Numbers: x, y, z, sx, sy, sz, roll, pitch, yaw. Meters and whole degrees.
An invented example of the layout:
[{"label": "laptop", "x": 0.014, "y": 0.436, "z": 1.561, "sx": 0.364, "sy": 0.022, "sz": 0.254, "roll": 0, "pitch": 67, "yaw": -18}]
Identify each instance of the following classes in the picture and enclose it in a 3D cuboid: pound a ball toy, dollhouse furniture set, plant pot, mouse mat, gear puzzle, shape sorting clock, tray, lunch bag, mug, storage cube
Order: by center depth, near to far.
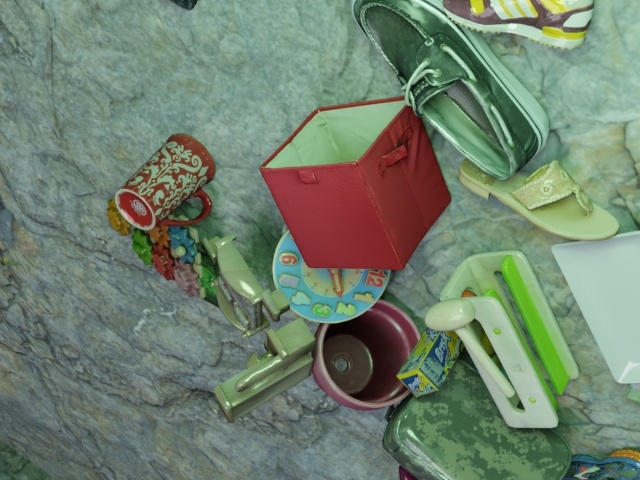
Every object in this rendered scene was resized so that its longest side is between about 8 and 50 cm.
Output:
[{"label": "tray", "x": 0.455, "y": 0.098, "z": 1.266, "sx": 0.145, "sy": 0.030, "sz": 0.270, "roll": -12, "pitch": 117, "yaw": 42}, {"label": "storage cube", "x": 0.059, "y": -0.083, "z": 1.318, "sx": 0.215, "sy": 0.183, "sz": 0.193, "roll": 0, "pitch": 127, "yaw": 38}, {"label": "pound a ball toy", "x": 0.269, "y": 0.168, "z": 1.374, "sx": 0.136, "sy": 0.208, "sz": 0.319, "roll": -8, "pitch": 122, "yaw": 42}, {"label": "shape sorting clock", "x": 0.021, "y": 0.045, "z": 1.486, "sx": 0.206, "sy": 0.206, "sz": 0.040, "roll": 58, "pitch": 178, "yaw": -21}, {"label": "dollhouse furniture set", "x": -0.179, "y": 0.119, "z": 1.550, "sx": 0.355, "sy": 0.174, "sz": 0.303, "roll": 56, "pitch": 164, "yaw": 18}, {"label": "lunch bag", "x": 0.263, "y": 0.381, "z": 1.582, "sx": 0.305, "sy": 0.212, "sz": 0.256, "roll": 37, "pitch": 158, "yaw": 8}, {"label": "mug", "x": -0.272, "y": -0.093, "z": 1.582, "sx": 0.150, "sy": 0.169, "sz": 0.113, "roll": 40, "pitch": 140, "yaw": 1}, {"label": "plant pot", "x": 0.068, "y": 0.219, "z": 1.611, "sx": 0.201, "sy": 0.201, "sz": 0.180, "roll": 41, "pitch": 157, "yaw": -2}, {"label": "gear puzzle", "x": -0.353, "y": -0.010, "z": 1.763, "sx": 0.339, "sy": 0.044, "sz": 0.175, "roll": 29, "pitch": 133, "yaw": 41}, {"label": "mouse mat", "x": -0.223, "y": 0.092, "z": 1.851, "sx": 0.190, "sy": 0.007, "sz": 0.152, "roll": 26, "pitch": 139, "yaw": 17}]

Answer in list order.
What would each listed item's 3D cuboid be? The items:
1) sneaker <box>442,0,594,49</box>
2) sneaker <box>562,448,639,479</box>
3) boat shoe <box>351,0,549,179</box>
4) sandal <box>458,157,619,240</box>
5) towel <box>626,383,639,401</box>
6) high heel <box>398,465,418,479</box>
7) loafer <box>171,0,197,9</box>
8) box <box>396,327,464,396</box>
[{"label": "sneaker", "x": 0.243, "y": -0.298, "z": 1.069, "sx": 0.185, "sy": 0.069, "sz": 0.084, "roll": 17, "pitch": 127, "yaw": 17}, {"label": "sneaker", "x": 0.490, "y": 0.434, "z": 1.548, "sx": 0.083, "sy": 0.087, "sz": 0.221, "roll": 44, "pitch": 141, "yaw": -5}, {"label": "boat shoe", "x": 0.165, "y": -0.219, "z": 1.156, "sx": 0.335, "sy": 0.119, "sz": 0.121, "roll": 40, "pitch": 141, "yaw": -1}, {"label": "sandal", "x": 0.303, "y": -0.079, "z": 1.208, "sx": 0.240, "sy": 0.088, "sz": 0.079, "roll": 26, "pitch": 139, "yaw": 26}, {"label": "towel", "x": 0.547, "y": 0.220, "z": 1.350, "sx": 0.113, "sy": 0.023, "sz": 0.152, "roll": 23, "pitch": 138, "yaw": 21}, {"label": "high heel", "x": 0.308, "y": 0.621, "z": 1.892, "sx": 0.181, "sy": 0.127, "sz": 0.377, "roll": -22, "pitch": 110, "yaw": 17}, {"label": "loafer", "x": -0.279, "y": -0.434, "z": 1.336, "sx": 0.223, "sy": 0.076, "sz": 0.078, "roll": 33, "pitch": 133, "yaw": 3}, {"label": "box", "x": 0.199, "y": 0.185, "z": 1.474, "sx": 0.054, "sy": 0.169, "sz": 0.059, "roll": 48, "pitch": 140, "yaw": -9}]
